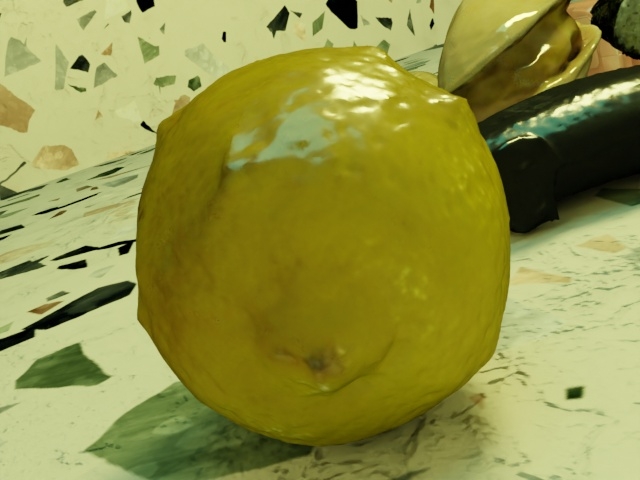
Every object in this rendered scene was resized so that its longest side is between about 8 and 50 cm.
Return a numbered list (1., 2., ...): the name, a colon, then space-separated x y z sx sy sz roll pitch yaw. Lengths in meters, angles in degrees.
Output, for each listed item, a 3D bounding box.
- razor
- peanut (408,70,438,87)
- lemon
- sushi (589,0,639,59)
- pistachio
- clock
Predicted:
1. razor: 0.275 -0.106 0.862 0.326 0.107 0.189 -20 13 -11
2. peanut: 0.141 -0.231 1.484 0.137 0.122 0.253 -26 21 -32
3. lemon: 0.000 0.000 0.522 0.233 0.234 0.288 -16 21 2
4. sushi: 0.504 -0.320 1.233 0.212 0.147 0.115 11 25 -10
5. pistachio: 0.283 -0.267 1.247 0.238 0.229 0.321 -38 9 33
6. clock: 0.525 -0.367 1.524 0.241 0.142 0.227 -19 14 -25
